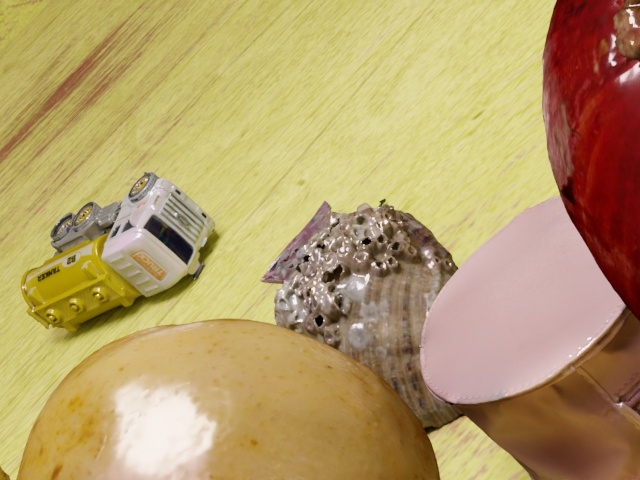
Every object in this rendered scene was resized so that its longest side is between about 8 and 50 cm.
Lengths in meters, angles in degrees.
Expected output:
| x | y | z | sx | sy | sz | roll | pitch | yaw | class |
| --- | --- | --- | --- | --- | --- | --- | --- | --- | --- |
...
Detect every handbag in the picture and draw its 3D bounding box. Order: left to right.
| x | y | z | sx | sy | sz | roll | pitch | yaw | class |
| --- | --- | --- | --- | --- | --- | --- | --- | --- | --- |
| 0.168 | 0.069 | 1.058 | 0.179 | 0.116 | 0.205 | -35 | 24 | 16 | handbag |

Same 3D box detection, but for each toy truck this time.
| x | y | z | sx | sy | sz | roll | pitch | yaw | class |
| --- | --- | --- | --- | --- | --- | --- | --- | --- | --- |
| -0.219 | 0.022 | 1.760 | 0.227 | 0.098 | 0.114 | -23 | 34 | 42 | toy truck |

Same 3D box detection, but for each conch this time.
| x | y | z | sx | sy | sz | roll | pitch | yaw | class |
| --- | --- | --- | --- | --- | --- | --- | --- | --- | --- |
| 0.052 | 0.063 | 1.266 | 0.245 | 0.163 | 0.178 | 12 | 90 | 42 | conch |

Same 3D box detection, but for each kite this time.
| x | y | z | sx | sy | sz | roll | pitch | yaw | class |
| --- | --- | --- | --- | --- | --- | --- | --- | --- | --- |
| 0.000 | 0.000 | 1.564 | 0.156 | 0.011 | 0.139 | -31 | 29 | 26 | kite |

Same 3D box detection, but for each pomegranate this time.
| x | y | z | sx | sy | sz | roll | pitch | yaw | class |
| --- | --- | --- | --- | --- | --- | --- | --- | --- | --- |
| -0.064 | 0.186 | 1.015 | 0.307 | 0.307 | 0.307 | -34 | 25 | 19 | pomegranate |

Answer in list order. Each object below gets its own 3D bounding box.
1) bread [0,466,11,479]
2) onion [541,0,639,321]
| x | y | z | sx | sy | sz | roll | pitch | yaw | class |
| --- | --- | --- | --- | --- | --- | --- | --- | --- | --- |
| -0.372 | 0.307 | 1.293 | 0.398 | 0.215 | 0.398 | -32 | -3 | -2 | bread |
| 0.283 | -0.064 | 0.890 | 0.341 | 0.341 | 0.341 | -34 | 25 | 19 | onion |
